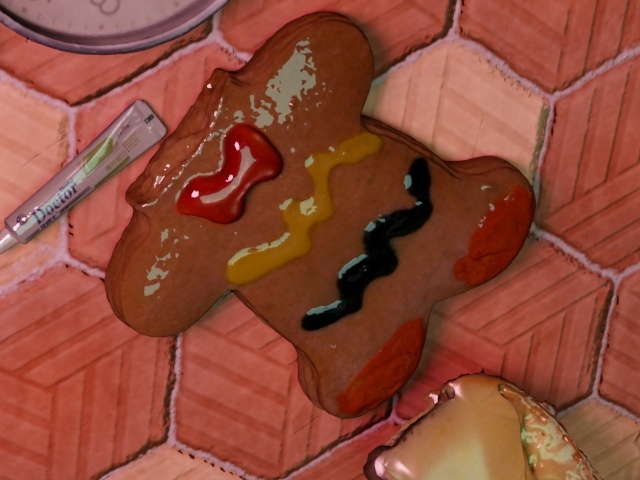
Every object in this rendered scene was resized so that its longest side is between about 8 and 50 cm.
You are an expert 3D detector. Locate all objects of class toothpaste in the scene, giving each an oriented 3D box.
[{"bbox_3d":[-0.230,-0.056,1.639,0.197,0.029,0.048,-41,124,-5],"label":"toothpaste"}]

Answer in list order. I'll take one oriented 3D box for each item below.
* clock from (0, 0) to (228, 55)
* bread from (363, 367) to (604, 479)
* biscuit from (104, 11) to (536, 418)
[{"bbox_3d":[-0.185,-0.316,1.510,0.325,0.067,0.325,-10,118,-20],"label":"clock"},{"bbox_3d":[0.187,0.262,1.904,0.204,0.162,0.262,-39,101,-1],"label":"bread"},{"bbox_3d":[0.000,0.000,1.741,0.394,0.076,0.368,38,94,-33],"label":"biscuit"}]
